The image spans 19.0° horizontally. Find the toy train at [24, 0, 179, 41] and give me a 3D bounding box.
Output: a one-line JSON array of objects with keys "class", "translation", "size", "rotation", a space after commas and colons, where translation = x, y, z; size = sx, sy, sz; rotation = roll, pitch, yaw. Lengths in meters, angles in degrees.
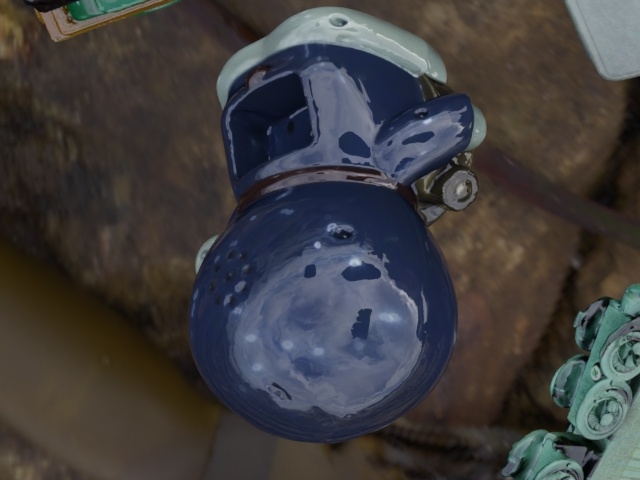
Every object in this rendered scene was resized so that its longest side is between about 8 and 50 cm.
[{"class": "toy train", "translation": [-0.126, -0.299, 1.718], "size": [0.429, 0.249, 0.178], "rotation": [-17, 108, 17]}]

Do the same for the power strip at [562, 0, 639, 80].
[{"class": "power strip", "translation": [0.242, -0.209, 1.198], "size": [0.213, 0.064, 0.198], "rotation": [-14, 129, 21]}]

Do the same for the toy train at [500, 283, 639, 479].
[{"class": "toy train", "translation": [0.121, 0.085, 0.828], "size": [0.071, 0.038, 0.148], "rotation": [10, 115, -37]}]

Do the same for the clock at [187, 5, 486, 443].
[{"class": "clock", "translation": [0.000, 0.000, 1.106], "size": [0.200, 0.243, 0.146], "rotation": [-22, 144, 35]}]
